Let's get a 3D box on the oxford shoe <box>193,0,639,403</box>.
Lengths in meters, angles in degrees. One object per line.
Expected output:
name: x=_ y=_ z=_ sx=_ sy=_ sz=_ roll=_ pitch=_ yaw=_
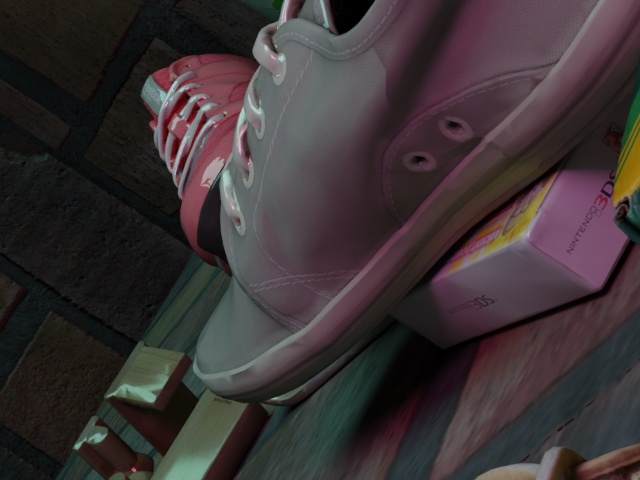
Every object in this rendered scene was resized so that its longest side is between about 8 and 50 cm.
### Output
oxford shoe: x=0.021 y=-0.055 z=0.789 sx=0.169 sy=0.130 sz=0.449 roll=-63 pitch=8 yaw=-33

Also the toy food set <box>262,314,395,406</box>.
toy food set: x=0.036 y=-0.034 z=1.136 sx=0.220 sy=0.092 sz=0.306 roll=-60 pitch=8 yaw=-33

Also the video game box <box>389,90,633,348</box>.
video game box: x=0.118 y=-0.047 z=0.792 sx=0.187 sy=0.048 sz=0.205 roll=-56 pitch=6 yaw=-16

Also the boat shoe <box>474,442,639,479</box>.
boat shoe: x=0.055 y=0.091 z=0.313 sx=0.302 sy=0.098 sz=0.109 roll=-55 pitch=6 yaw=9

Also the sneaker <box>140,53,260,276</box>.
sneaker: x=-0.068 y=-0.059 z=1.116 sx=0.116 sy=0.136 sz=0.314 roll=-61 pitch=-1 yaw=13

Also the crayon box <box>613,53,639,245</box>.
crayon box: x=0.192 y=-0.114 z=0.414 sx=0.278 sy=0.081 sz=0.165 roll=-51 pitch=7 yaw=33

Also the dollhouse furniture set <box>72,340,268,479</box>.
dollhouse furniture set: x=-0.095 y=0.181 z=1.324 sx=0.151 sy=0.123 sz=0.144 roll=6 pitch=55 yaw=43

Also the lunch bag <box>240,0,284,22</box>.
lunch bag: x=0.092 y=-0.198 z=0.878 sx=0.262 sy=0.160 sz=0.223 roll=-18 pitch=-16 yaw=20
